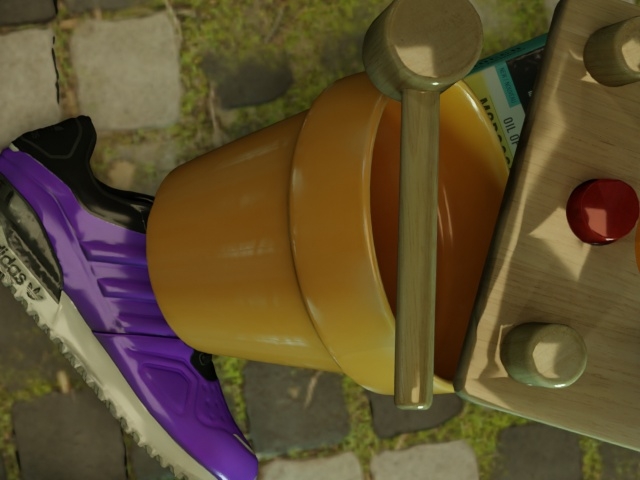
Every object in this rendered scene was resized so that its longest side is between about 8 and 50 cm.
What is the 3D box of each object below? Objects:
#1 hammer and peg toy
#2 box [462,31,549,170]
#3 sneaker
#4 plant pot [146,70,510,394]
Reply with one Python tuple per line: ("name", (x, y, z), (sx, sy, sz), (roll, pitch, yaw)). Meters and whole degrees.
("hammer and peg toy", (0.175, -0.003, 1.125), (0.361, 0.127, 0.266), (16, 85, -12))
("box", (0.121, -0.074, 1.333), (0.244, 0.060, 0.101), (-23, 100, -4))
("sneaker", (-0.112, 0.039, 1.294), (0.146, 0.102, 0.293), (-40, 102, -6))
("plant pot", (0.000, 0.000, 1.212), (0.188, 0.205, 0.205), (-7, 101, 31))
